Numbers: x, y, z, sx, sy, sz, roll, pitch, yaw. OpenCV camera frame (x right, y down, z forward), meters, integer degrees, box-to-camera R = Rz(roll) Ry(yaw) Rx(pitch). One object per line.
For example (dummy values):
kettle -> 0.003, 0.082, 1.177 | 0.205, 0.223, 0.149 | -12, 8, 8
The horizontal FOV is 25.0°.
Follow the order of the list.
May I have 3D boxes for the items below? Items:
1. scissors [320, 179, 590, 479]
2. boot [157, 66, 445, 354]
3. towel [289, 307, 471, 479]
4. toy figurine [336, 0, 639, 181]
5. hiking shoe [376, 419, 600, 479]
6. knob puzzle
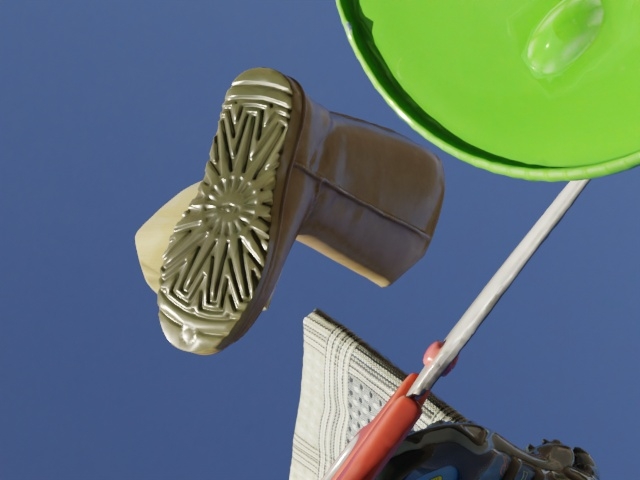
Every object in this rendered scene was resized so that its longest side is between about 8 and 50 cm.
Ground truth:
scissors -> 0.051, 0.069, 0.741 | 0.021, 0.297, 0.109 | 33, -168, 1
boot -> 0.000, 0.000, 1.189 | 0.089, 0.236, 0.269 | 19, 177, 32
towel -> 0.065, 0.277, 1.578 | 0.056, 0.324, 0.312 | -21, -138, -36
toy figurine -> 0.112, -0.098, 0.392 | 0.159, 0.173, 0.130 | -6, -127, -54
hiking shoe -> 0.150, 0.234, 1.221 | 0.304, 0.113, 0.132 | 7, -143, -35
knob puzzle -> -0.116, 0.003, 1.592 | 0.213, 0.030, 0.213 | -12, -129, 16
